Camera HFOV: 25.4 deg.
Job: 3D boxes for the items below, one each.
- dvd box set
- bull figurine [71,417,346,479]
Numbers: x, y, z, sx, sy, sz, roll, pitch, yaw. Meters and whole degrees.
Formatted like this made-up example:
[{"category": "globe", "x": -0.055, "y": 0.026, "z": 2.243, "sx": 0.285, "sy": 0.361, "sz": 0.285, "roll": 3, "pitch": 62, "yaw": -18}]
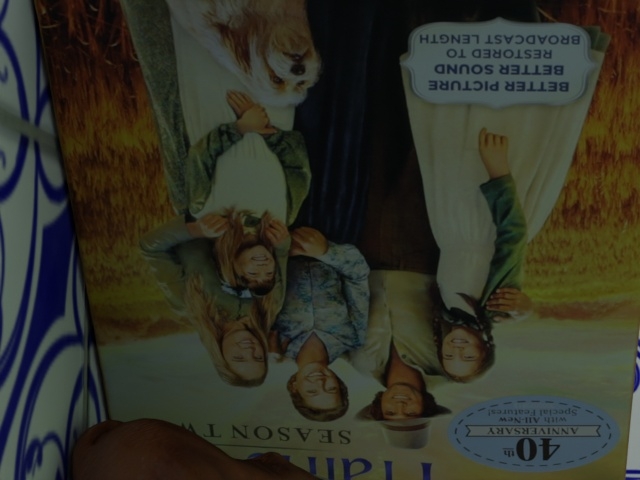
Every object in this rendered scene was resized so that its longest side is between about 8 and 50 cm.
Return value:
[{"category": "dvd box set", "x": 0.023, "y": 0.032, "z": 0.791, "sx": 0.062, "sy": 0.308, "sz": 0.420, "roll": -78, "pitch": 168, "yaw": -55}, {"category": "bull figurine", "x": -0.057, "y": 0.226, "z": 0.696, "sx": 0.101, "sy": 0.188, "sz": 0.310, "roll": -44, "pitch": -143, "yaw": 39}]
